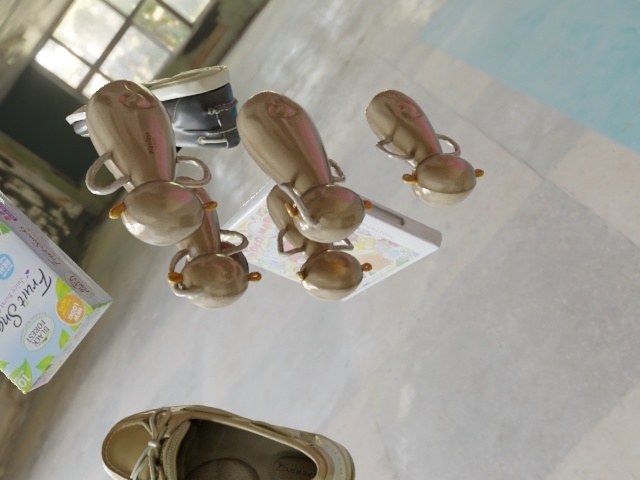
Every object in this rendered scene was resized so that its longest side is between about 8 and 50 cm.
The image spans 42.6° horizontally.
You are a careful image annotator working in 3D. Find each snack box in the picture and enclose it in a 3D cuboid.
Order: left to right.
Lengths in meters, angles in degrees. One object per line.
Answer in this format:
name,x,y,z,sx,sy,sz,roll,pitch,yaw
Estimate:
snack box,-0.253,0.039,0.669,0.100,0.141,0.037,-49,-6,17

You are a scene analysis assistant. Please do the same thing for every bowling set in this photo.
bowling set,-0.032,-0.002,0.612,0.154,0.287,0.199,-120,34,-43

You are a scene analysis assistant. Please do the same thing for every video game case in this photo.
video game case,0.000,0.000,1.007,0.227,0.206,0.026,-35,37,55

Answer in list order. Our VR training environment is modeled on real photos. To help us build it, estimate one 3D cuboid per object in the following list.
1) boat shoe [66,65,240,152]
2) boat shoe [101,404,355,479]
boat shoe,-0.174,-0.119,0.830,0.233,0.079,0.084,1,30,39
boat shoe,-0.059,0.117,0.445,0.153,0.048,0.056,5,70,24
